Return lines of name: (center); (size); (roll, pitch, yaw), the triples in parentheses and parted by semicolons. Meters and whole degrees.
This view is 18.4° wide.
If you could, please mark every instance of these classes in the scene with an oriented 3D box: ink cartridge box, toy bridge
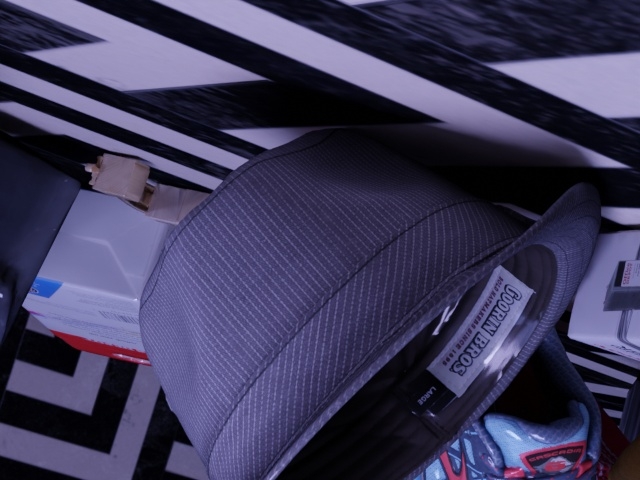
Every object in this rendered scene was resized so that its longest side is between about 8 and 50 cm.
ink cartridge box: (-0.156, 0.034, 1.522); (0.134, 0.078, 0.231); (12, 164, 15)
ink cartridge box: (0.189, 0.034, 0.899); (0.099, 0.056, 0.135); (18, 173, -18)
toy bridge: (-0.088, -0.020, 1.285); (0.063, 0.026, 0.188); (13, 172, 40)

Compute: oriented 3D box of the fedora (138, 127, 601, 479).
fedora: (0.004, 0.033, 0.876); (0.124, 0.243, 0.275); (45, -174, 16)

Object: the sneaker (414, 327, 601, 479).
sneaker: (0.098, 0.123, 1.067); (0.104, 0.261, 0.125); (-17, -178, -20)

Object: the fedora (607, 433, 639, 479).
fedora: (0.232, 0.110, 0.938); (0.194, 0.079, 0.194); (-23, -174, 3)

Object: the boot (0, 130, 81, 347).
boot: (-0.390, 0.031, 1.112); (0.146, 0.367, 0.445); (50, -166, 31)

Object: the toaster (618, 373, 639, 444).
toaster: (0.306, 0.168, 1.484); (0.168, 0.110, 0.185); (15, 173, 8)

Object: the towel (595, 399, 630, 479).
towel: (0.134, 0.097, 1.328); (0.199, 0.031, 0.275); (50, -169, 31)
